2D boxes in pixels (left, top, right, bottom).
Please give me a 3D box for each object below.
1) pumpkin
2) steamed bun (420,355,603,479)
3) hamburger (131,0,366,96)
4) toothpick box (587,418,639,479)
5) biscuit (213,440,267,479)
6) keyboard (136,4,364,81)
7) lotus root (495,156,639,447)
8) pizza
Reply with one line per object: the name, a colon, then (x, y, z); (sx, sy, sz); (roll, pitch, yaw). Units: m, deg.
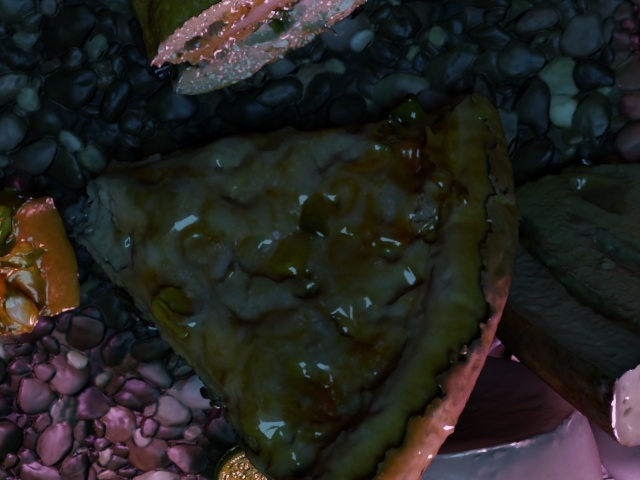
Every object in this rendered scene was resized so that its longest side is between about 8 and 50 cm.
pumpkin: (-0.372, 0.047, 1.387); (0.281, 0.190, 0.139); (-5, 111, 6)
steamed bun: (0.111, 0.247, 1.515); (0.324, 0.324, 0.206); (-5, 104, -9)
hamburger: (-0.036, -0.250, 1.356); (0.283, 0.156, 0.144); (-30, 147, 7)
toothpick box: (0.408, 0.220, 1.612); (0.229, 0.229, 0.316); (-39, 115, 8)
biscuit: (-0.070, 0.247, 1.643); (0.084, 0.023, 0.084); (-4, 114, -9)
keyboard: (-0.064, -0.206, 1.447); (0.204, 0.013, 0.061); (-19, 115, -2)
lotus root: (0.267, 0.056, 1.498); (0.267, 0.260, 0.149); (-30, 133, -29)
pizza: (0.030, 0.011, 1.416); (0.392, 0.435, 0.080); (-34, 159, -14)
